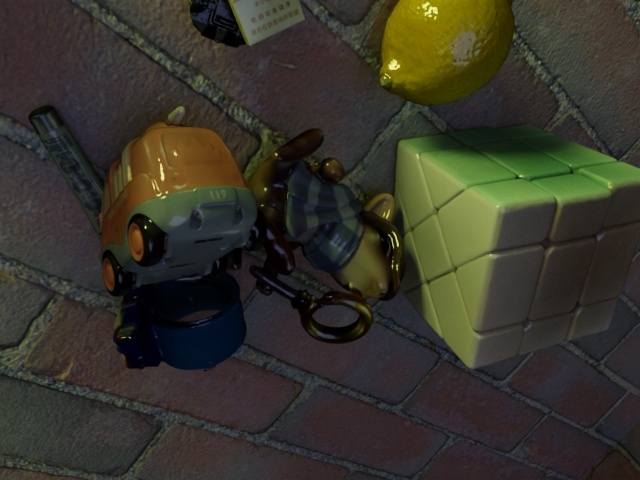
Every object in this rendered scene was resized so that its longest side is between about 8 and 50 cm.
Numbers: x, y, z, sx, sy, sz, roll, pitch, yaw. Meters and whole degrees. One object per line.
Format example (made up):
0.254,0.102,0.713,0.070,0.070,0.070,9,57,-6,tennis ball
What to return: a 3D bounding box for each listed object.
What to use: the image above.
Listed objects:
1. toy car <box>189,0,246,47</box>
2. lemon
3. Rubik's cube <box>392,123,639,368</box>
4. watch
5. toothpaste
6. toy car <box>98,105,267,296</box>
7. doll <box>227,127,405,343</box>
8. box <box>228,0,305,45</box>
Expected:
-0.114,-0.379,0.710,0.103,0.063,0.216,11,108,-29,toy car
0.193,-0.311,0.806,0.244,0.187,0.187,-40,126,6,lemon
0.336,-0.010,0.959,0.315,0.322,0.319,-10,121,-19,Rubik's cube
-0.230,0.134,0.887,0.200,0.196,0.171,-8,131,-10,watch
-0.359,-0.089,0.791,0.062,0.039,0.239,-22,127,-5,toothpaste
-0.219,-0.052,0.755,0.180,0.212,0.270,-9,163,-40,toy car
0.001,0.002,0.893,0.339,0.209,0.318,25,110,-35,doll
-0.089,-0.354,0.680,0.090,0.024,0.167,-30,124,-10,box
